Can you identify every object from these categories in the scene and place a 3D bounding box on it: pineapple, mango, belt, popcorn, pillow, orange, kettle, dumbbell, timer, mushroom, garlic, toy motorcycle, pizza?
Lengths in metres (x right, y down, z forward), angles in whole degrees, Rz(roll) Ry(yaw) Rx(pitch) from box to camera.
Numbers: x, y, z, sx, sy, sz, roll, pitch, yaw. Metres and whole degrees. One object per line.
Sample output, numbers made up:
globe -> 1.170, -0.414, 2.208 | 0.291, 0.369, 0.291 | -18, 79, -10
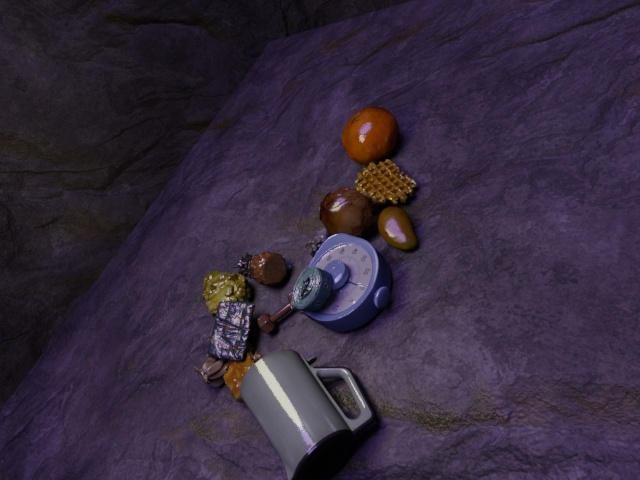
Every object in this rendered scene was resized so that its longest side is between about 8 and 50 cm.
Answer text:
pineapple -> -0.302, 0.131, 1.934 | 0.340, 0.169, 0.169 | -3, 56, 53
mango -> 0.307, -0.046, 1.609 | 0.136, 0.099, 0.227 | -31, 52, 7
belt -> -0.035, 0.179, 1.479 | 0.148, 0.082, 0.163 | -6, 70, 46
popcorn -> -0.465, 0.263, 1.930 | 0.286, 0.174, 0.225 | 2, 65, 38
pillow -> -0.385, 0.382, 1.731 | 0.189, 0.034, 0.255 | -2, 63, 22
orange -> 0.235, -0.504, 1.928 | 0.284, 0.226, 0.283 | -27, 44, 29
kettle -> -0.032, 0.553, 1.340 | 0.361, 0.250, 0.377 | -26, 39, -21
dumbbell -> -0.164, 0.307, 1.716 | 0.231, 0.082, 0.092 | -39, 41, 8
timer -> 0.097, 0.163, 1.553 | 0.395, 0.173, 0.395 | -22, 46, 24
mushroom -> 0.111, -0.152, 1.743 | 0.233, 0.208, 0.301 | -22, 38, 18
garlic -> -0.449, 0.545, 1.751 | 0.131, 0.127, 0.194 | 21, 45, 27
toy motorcycle -> 0.000, 0.000, 1.801 | 0.152, 0.073, 0.225 | -47, 16, 2
pizza -> -0.319, 0.531, 1.674 | 0.189, 0.071, 0.297 | -45, 41, 1

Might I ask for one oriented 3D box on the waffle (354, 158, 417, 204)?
waffle -> 0.289, -0.252, 1.764 | 0.283, 0.065, 0.309 | 7, 49, 23

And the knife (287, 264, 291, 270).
knife -> -0.170, 0.120, 1.923 | 0.096, 0.010, 0.027 | 22, 74, 48

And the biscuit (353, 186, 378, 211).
biscuit -> 0.196, -0.181, 1.822 | 0.082, 0.070, 0.168 | -45, 43, 14
